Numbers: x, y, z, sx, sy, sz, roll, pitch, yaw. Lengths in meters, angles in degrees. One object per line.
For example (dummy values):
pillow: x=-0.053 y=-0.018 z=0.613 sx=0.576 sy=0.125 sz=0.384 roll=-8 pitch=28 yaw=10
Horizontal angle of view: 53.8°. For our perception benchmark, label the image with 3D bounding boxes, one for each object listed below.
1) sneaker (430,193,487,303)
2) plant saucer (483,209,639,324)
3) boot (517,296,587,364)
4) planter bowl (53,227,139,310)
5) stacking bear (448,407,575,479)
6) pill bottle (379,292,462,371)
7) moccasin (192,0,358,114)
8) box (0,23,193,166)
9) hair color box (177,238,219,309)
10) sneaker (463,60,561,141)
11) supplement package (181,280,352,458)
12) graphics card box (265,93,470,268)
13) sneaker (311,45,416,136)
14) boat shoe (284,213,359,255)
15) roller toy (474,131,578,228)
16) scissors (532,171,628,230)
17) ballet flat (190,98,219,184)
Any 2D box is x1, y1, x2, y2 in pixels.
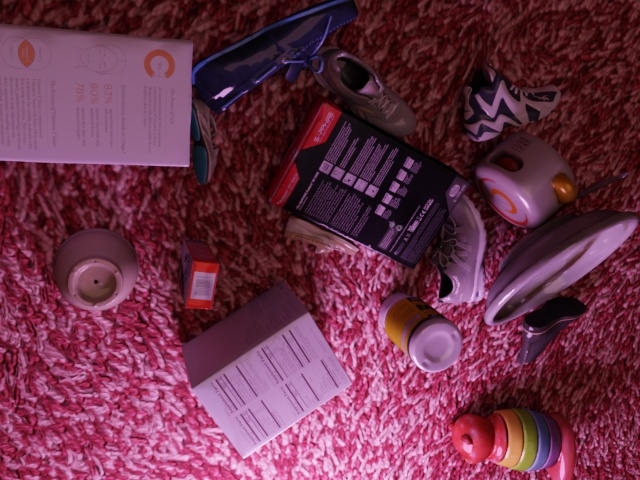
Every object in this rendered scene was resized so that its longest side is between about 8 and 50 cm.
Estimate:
sneaker: x=0.305 y=0.024 z=1.429 sx=0.115 sy=0.105 sz=0.281 roll=-15 pitch=108 yaw=-14
plant saucer: x=0.518 y=0.042 z=1.427 sx=0.400 sy=0.400 sz=0.101 roll=-29 pitch=67 yaw=-9
boot: x=0.580 y=0.229 z=1.601 sx=0.197 sy=0.077 sz=0.137 roll=-14 pitch=126 yaw=-22
planter bowl: x=-0.427 y=0.066 z=1.202 sx=0.162 sy=0.109 sz=0.162 roll=-4 pitch=104 yaw=-17
stacking bear: x=0.468 y=0.501 z=1.581 sx=0.289 sy=0.175 sz=0.164 roll=7 pitch=103 yaw=-12
pill bottle: x=0.212 y=0.194 z=1.386 sx=0.119 sy=0.208 sz=0.119 roll=-5 pitch=105 yaw=-17
moccasin: x=-0.079 y=-0.355 z=1.210 sx=0.342 sy=0.138 sz=0.117 roll=-25 pitch=109 yaw=4
box: x=-0.405 y=-0.249 z=1.098 sx=0.345 sy=0.168 sz=0.215 roll=0 pitch=103 yaw=-17
hair color box: x=-0.241 y=0.063 z=1.228 sx=0.053 sy=0.167 sz=0.093 roll=8 pitch=101 yaw=-19
sneaker: x=0.413 y=-0.331 z=1.379 sx=0.235 sy=0.094 sz=0.153 roll=-22 pitch=118 yaw=-1
supplement package: x=-0.116 y=0.257 z=1.301 sx=0.262 sy=0.199 sz=0.198 roll=-33 pitch=112 yaw=-8
graphics card box: x=0.099 y=-0.115 z=1.314 sx=0.370 sy=0.094 sz=0.233 roll=24 pitch=107 yaw=-21
sneaker: x=0.100 y=-0.291 z=1.275 sx=0.262 sy=0.121 sz=0.099 roll=32 pitch=93 yaw=-22
boat shoe: x=0.000 y=0.000 z=1.352 sx=0.170 sy=0.063 sz=0.059 roll=24 pitch=98 yaw=-12
roller toy: x=0.451 y=-0.136 z=1.387 sx=0.146 sy=0.209 sz=0.191 roll=-43 pitch=87 yaw=-5
scissors: x=0.568 y=-0.106 z=1.390 sx=0.021 sy=0.297 sz=0.109 roll=43 pitch=55 yaw=-1
ballet flat: x=-0.223 y=-0.193 z=1.234 sx=0.052 sy=0.057 sz=0.168 roll=-19 pitch=112 yaw=-38
